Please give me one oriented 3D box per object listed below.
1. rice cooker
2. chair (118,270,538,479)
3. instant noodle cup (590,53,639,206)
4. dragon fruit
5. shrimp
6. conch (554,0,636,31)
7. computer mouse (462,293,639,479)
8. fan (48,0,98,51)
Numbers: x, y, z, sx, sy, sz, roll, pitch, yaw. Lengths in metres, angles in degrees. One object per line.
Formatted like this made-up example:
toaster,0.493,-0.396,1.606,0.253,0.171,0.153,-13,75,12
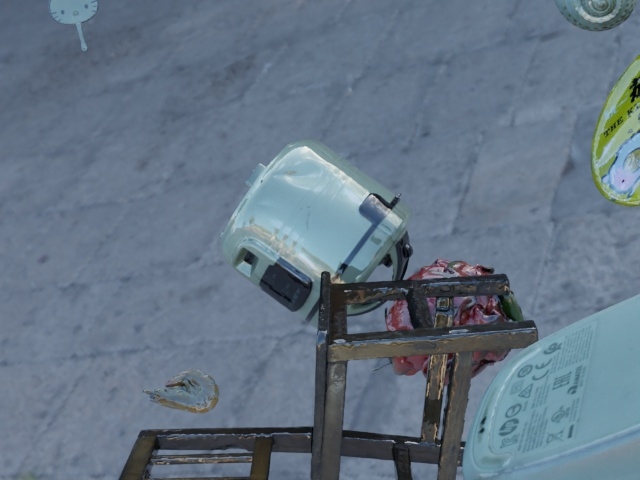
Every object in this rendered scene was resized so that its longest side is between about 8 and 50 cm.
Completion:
rice cooker,0.000,0.000,1.347,0.226,0.244,0.226,-56,-1,-1
chair,-0.003,0.161,1.067,0.416,0.240,0.203,3,17,0
instant noodle cup,0.357,-0.086,0.884,0.182,0.144,0.182,-50,26,35
dragon fruit,0.206,0.160,1.727,0.293,0.234,0.234,-43,25,21
shrimp,-0.189,0.202,1.357,0.108,0.059,0.023,10,-1,12
conch,0.261,-0.224,0.938,0.076,0.056,0.085,-13,2,23
computer mouse,0.220,0.097,0.593,0.288,0.097,0.159,-32,17,34
fan,-0.270,-0.249,1.098,0.056,0.083,0.004,-12,3,3
